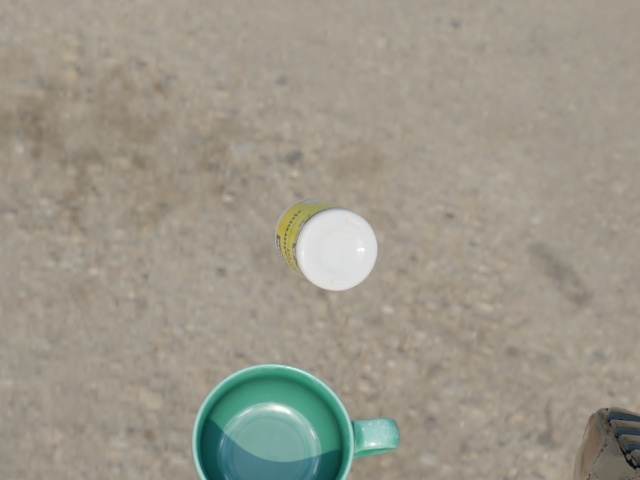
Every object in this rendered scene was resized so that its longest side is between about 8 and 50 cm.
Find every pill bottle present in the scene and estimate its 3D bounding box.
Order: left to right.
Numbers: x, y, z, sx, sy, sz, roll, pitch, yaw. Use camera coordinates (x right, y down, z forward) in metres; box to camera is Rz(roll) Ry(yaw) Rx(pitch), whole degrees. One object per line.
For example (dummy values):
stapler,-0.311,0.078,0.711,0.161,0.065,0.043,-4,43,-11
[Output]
pill bottle,0.000,0.000,1.323,0.065,0.065,0.116,-3,8,-14

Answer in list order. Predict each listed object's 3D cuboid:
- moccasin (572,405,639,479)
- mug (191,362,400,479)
moccasin,0.244,0.252,1.320,0.139,0.147,0.380,17,12,-5
mug,-0.029,0.178,1.367,0.158,0.097,0.129,27,75,2
